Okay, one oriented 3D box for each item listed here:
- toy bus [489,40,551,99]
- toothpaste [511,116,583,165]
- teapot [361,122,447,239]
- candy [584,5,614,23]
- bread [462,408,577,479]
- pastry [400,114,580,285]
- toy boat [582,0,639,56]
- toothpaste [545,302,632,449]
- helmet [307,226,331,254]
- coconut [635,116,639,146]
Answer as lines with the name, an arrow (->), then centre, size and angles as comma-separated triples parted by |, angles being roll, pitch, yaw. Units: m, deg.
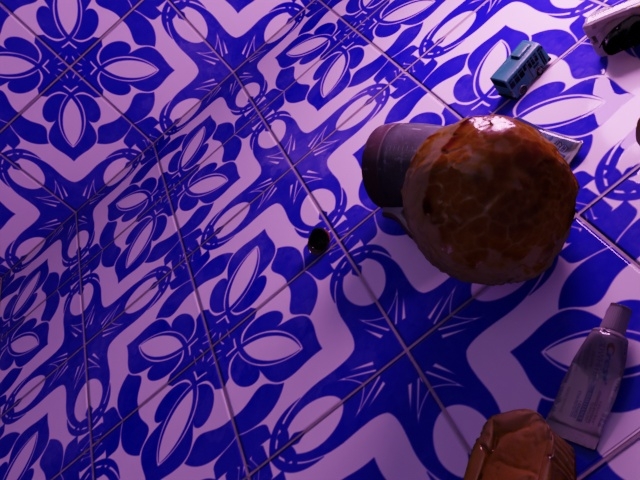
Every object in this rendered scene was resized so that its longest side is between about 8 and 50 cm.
toy bus -> 0.557, -0.479, 2.023 | 0.160, 0.092, 0.079 | -48, 37, -4
toothpaste -> 0.557, -0.262, 1.854 | 0.069, 0.047, 0.268 | -35, 39, -8
teapot -> 0.288, -0.151, 1.888 | 0.312, 0.233, 0.314 | 5, 87, 40
candy -> 0.766, -0.586, 1.965 | 0.103, 0.043, 0.103 | -26, 40, 24
bread -> 0.354, 0.450, 1.261 | 0.204, 0.156, 0.288 | -24, 38, 45
pastry -> 0.372, -0.094, 1.583 | 0.389, 0.312, 0.388 | 0, 66, 0
toy boat -> 0.800, -0.533, 1.805 | 0.270, 0.141, 0.140 | -1, 54, 41
toothpaste -> 0.520, 0.248, 1.380 | 0.282, 0.069, 0.099 | -62, 11, -12
helmet -> 0.000, 0.001, 2.135 | 0.065, 0.049, 0.083 | 28, 103, 19
coconut -> 0.775, -0.225, 1.397 | 0.323, 0.323, 0.322 | -26, 40, 24
